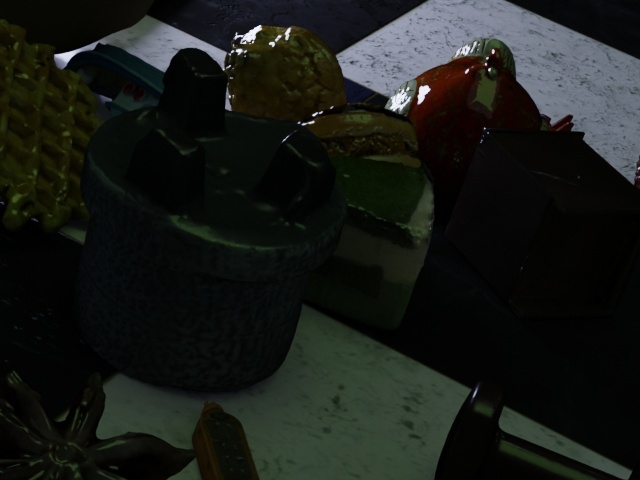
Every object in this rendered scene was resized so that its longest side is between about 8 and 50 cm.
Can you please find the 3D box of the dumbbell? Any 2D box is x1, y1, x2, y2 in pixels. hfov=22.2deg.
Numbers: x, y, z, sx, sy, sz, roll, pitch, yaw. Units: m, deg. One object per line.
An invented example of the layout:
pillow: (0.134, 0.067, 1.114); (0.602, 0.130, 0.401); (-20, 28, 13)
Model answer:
dumbbell: (0.229, 0.237, 1.600); (0.225, 0.140, 0.124); (23, -8, 7)

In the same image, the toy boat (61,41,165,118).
toy boat: (-0.259, -0.190, 2.137); (0.238, 0.098, 0.109); (30, -14, 38)

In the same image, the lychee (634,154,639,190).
lychee: (0.552, -0.102, 2.367); (0.188, 0.188, 0.188); (14, 28, -8)

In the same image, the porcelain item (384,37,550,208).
porcelain item: (0.209, -0.167, 2.220); (0.253, 0.253, 0.253); (14, 28, -8)

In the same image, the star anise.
star anise: (-0.231, 0.205, 1.430); (0.288, 0.088, 0.288); (21, 38, -18)

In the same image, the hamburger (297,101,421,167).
hamburger: (0.035, -0.087, 2.041); (0.181, 0.191, 0.118); (4, 73, -24)

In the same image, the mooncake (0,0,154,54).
mooncake: (-0.398, -0.465, 2.146); (0.467, 0.467, 0.262); (23, 30, 8)

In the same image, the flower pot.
flower pot: (-0.111, -0.028, 1.705); (0.299, 0.283, 0.299); (11, 32, -7)

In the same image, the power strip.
power strip: (-0.091, 0.211, 1.570); (0.049, 0.028, 0.178); (7, 29, -20)

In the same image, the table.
table: (0.298, -0.022, 2.076); (0.172, 0.169, 0.193); (0, 33, -31)

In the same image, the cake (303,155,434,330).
cake: (-0.006, -0.002, 1.868); (0.283, 0.158, 0.172); (5, 32, -22)

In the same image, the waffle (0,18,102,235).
waffle: (-0.353, -0.140, 1.887); (0.307, 0.060, 0.312); (53, 25, 0)

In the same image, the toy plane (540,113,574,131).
toy plane: (0.300, -0.176, 2.472); (0.189, 0.061, 0.130); (14, 29, -1)

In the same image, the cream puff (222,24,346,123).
cream puff: (-0.055, -0.202, 2.180); (0.189, 0.189, 0.129); (34, 38, 26)
